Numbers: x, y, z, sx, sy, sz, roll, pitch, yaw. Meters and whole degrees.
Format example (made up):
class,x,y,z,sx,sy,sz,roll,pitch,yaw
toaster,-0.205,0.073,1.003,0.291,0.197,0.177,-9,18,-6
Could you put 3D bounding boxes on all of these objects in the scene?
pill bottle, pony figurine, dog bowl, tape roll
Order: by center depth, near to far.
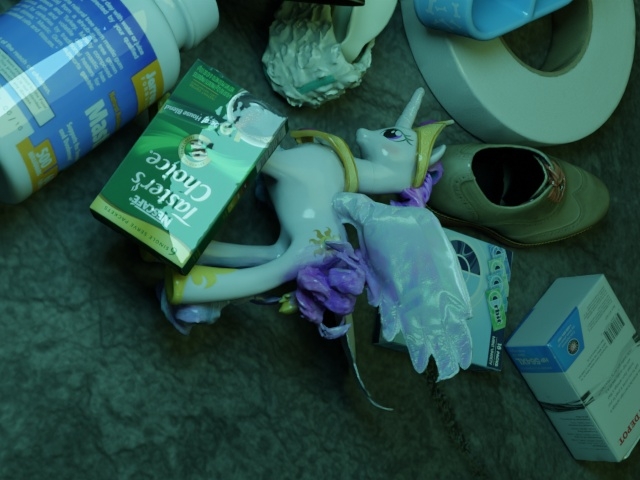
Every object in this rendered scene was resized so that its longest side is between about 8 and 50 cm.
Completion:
class,x,y,z,sx,sy,sz,roll,pitch,yaw
pill bottle,-0.230,-0.170,1.297,0.272,0.152,0.152,-40,109,-22
pony figurine,0.000,0.000,1.446,0.363,0.303,0.351,-1,76,-24
dog bowl,0.236,-0.333,1.631,0.297,0.074,0.166,-29,140,-37
tape roll,0.265,-0.311,1.799,0.392,0.072,0.392,5,81,-38

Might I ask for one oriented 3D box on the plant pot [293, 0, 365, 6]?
class,x,y,z,sx,sy,sz,roll,pitch,yaw
plant pot,-0.046,-0.371,1.407,0.215,0.215,0.230,2,99,-39

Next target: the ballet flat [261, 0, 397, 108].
class,x,y,z,sx,sy,sz,roll,pitch,yaw
ballet flat,0.059,-0.331,1.597,0.147,0.147,0.409,33,64,-31

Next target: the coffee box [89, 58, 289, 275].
class,x,y,z,sx,sy,sz,roll,pitch,yaw
coffee box,-0.125,-0.070,1.321,0.113,0.040,0.184,34,79,6

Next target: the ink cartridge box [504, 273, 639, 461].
class,x,y,z,sx,sy,sz,roll,pitch,yaw
ink cartridge box,0.352,0.169,1.796,0.148,0.086,0.203,-45,113,-33

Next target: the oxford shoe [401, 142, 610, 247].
class,x,y,z,sx,sy,sz,roll,pitch,yaw
oxford shoe,0.265,-0.058,1.727,0.348,0.130,0.123,2,83,-39

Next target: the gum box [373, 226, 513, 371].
class,x,y,z,sx,sy,sz,roll,pitch,yaw
gum box,0.153,0.068,1.677,0.184,0.041,0.157,18,73,-37
